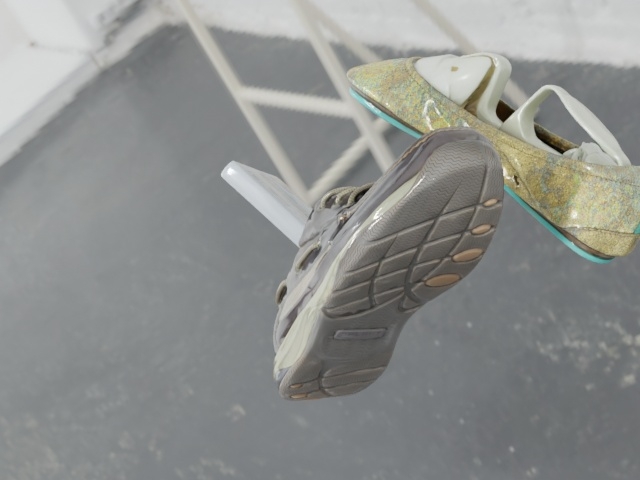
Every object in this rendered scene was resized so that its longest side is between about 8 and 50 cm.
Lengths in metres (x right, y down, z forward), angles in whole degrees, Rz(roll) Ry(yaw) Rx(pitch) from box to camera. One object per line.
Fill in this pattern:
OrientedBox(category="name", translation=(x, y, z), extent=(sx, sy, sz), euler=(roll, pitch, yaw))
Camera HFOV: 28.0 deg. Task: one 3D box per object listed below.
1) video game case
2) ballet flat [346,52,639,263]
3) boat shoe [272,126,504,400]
OrientedBox(category="video game case", translation=(0.000, 0.000, 1.454), extent=(0.026, 0.227, 0.206), euler=(-49, -10, 6))
OrientedBox(category="ballet flat", translation=(0.176, -0.113, 1.232), extent=(0.123, 0.123, 0.348), euler=(-42, 59, -16))
OrientedBox(category="boat shoe", translation=(0.035, 0.009, 1.145), extent=(0.355, 0.132, 0.130), euler=(-54, 44, 42))
